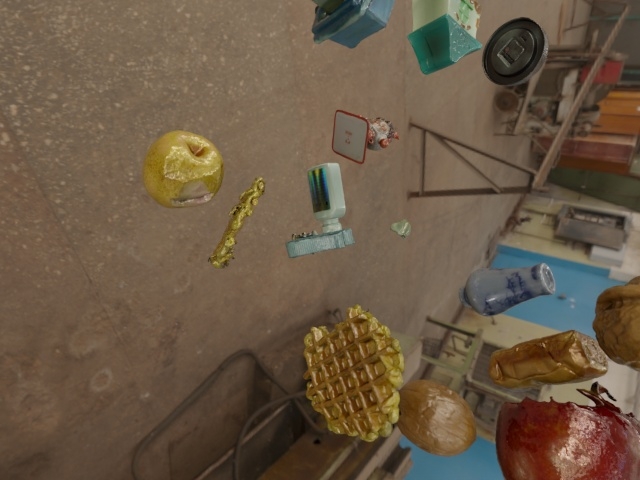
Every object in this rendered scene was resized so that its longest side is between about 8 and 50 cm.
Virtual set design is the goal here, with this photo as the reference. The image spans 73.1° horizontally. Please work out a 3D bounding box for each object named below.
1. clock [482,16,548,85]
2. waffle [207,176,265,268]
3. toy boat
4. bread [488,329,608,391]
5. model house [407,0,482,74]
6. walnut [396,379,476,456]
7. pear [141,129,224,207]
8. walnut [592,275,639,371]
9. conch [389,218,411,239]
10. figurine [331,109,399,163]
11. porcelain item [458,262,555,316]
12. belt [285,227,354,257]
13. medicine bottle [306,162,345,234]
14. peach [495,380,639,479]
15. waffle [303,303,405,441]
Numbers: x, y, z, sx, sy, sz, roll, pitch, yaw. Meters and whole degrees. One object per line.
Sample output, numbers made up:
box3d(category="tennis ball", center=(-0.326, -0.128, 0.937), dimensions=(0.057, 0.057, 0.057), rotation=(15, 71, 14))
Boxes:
box3d(category="clock", center=(0.561, -0.540, 1.248), dimensions=(0.040, 0.184, 0.184), rotation=(-3, 106, -41))
box3d(category="waffle", center=(-0.221, -0.041, 1.150), dimensions=(0.262, 0.060, 0.280), rotation=(-51, -163, 53))
box3d(category="toy boat", center=(0.035, -0.291, 0.362), dimensions=(0.098, 0.109, 0.237), rotation=(22, 83, -29))
box3d(category="bread", center=(0.642, 0.354, 1.244), dimensions=(0.167, 0.294, 0.132), rotation=(11, 59, -35))
box3d(category="model house", center=(0.254, -0.421, 0.881), dimensions=(0.127, 0.100, 0.148), rotation=(14, 79, -38))
box3d(category="walnut", center=(0.279, 0.434, 1.058), dimensions=(0.167, 0.207, 0.167), rotation=(-45, 147, -39))
box3d(category="pear", center=(-0.298, -0.144, 0.932), dimensions=(0.178, 0.178, 0.178), rotation=(-29, 127, -49))
box3d(category="walnut", center=(0.780, 0.194, 1.012), dimensions=(0.224, 0.257, 0.257), rotation=(-50, 142, -18))
box3d(category="conch", center=(0.357, -0.059, 1.892), dimensions=(0.065, 0.088, 0.180), rotation=(-60, -177, 31))
box3d(category="figurine", center=(0.189, -0.385, 1.569), dimensions=(0.226, 0.183, 0.160), rotation=(-15, 124, -34))
box3d(category="porcelain item", center=(0.524, 0.137, 1.240), dimensions=(0.141, 0.259, 0.141), rotation=(19, 60, -36))
box3d(category="belt", center=(0.001, 0.005, 1.131), dimensions=(0.100, 0.179, 0.065), rotation=(-35, 114, -75))
box3d(category="medicine bottle", center=(0.023, -0.133, 1.427), dimensions=(0.083, 0.121, 0.228), rotation=(-8, 90, -41))
box3d(category="peach", center=(0.608, 0.535, 1.029), dimensions=(0.406, 0.335, 0.310), rotation=(45, 37, -45))
box3d(category="waffle", center=(0.062, 0.283, 0.943), dimensions=(0.058, 0.301, 0.281), rotation=(6, 77, -41))
